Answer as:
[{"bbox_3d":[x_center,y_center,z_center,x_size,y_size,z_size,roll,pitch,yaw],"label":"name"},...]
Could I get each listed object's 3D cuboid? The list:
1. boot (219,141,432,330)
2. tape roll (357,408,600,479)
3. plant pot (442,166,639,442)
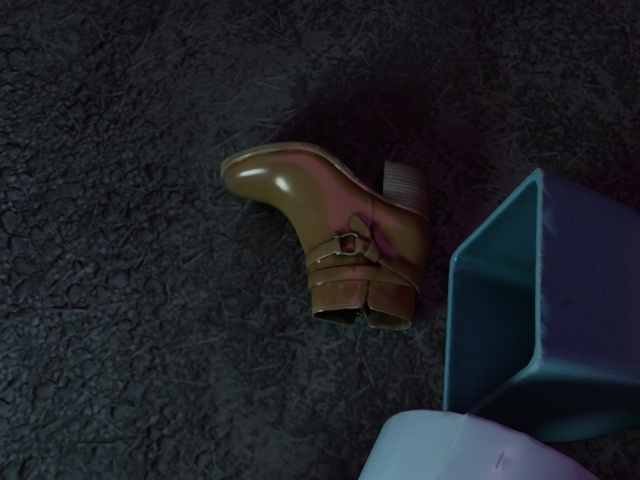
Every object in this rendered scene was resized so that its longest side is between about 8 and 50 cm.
[{"bbox_3d":[0.000,0.000,1.640,0.283,0.109,0.220,10,65,-5],"label":"boot"},{"bbox_3d":[0.176,0.294,1.370,0.286,0.286,0.100,24,63,11],"label":"tape roll"},{"bbox_3d":[0.310,0.101,1.515,0.252,0.248,0.247,14,60,-15],"label":"plant pot"}]
